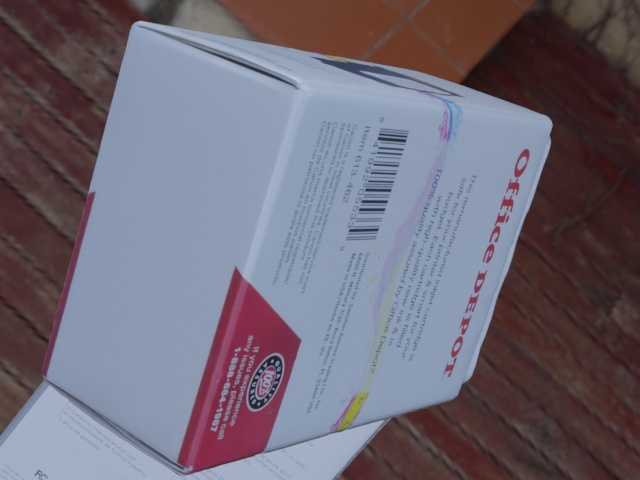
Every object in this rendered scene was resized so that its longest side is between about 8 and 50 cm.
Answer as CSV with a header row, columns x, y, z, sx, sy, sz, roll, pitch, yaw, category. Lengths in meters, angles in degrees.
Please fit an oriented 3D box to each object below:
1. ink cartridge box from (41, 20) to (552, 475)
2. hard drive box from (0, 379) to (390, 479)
x,y,z,sx,sy,sz,roll,pitch,yaw,category
0.000,0.000,0.438,0.072,0.127,0.175,25,15,31,ink cartridge box
-0.078,0.109,0.778,0.181,0.232,0.089,39,15,-4,hard drive box
